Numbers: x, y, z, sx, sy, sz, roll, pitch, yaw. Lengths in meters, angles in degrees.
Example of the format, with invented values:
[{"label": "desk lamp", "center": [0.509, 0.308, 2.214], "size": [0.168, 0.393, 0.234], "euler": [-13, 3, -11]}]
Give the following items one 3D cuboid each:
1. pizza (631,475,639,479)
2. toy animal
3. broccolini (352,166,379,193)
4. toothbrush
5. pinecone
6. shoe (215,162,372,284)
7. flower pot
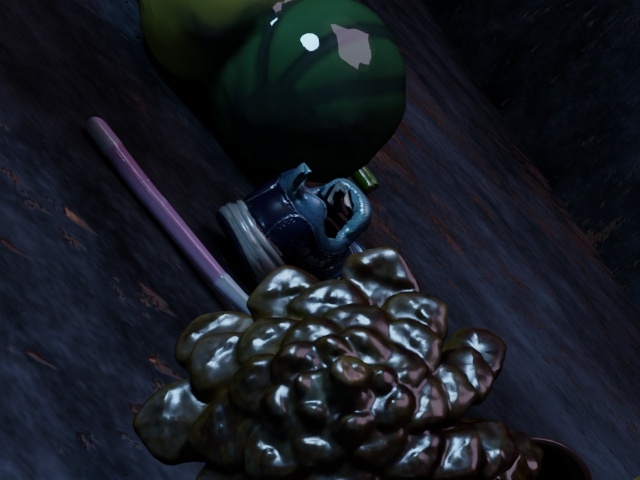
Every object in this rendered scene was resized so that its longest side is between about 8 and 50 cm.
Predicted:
[{"label": "pizza", "center": [0.139, 0.238, 0.929], "size": [0.114, 0.278, 0.409], "euler": [29, -30, 1]}, {"label": "toy animal", "center": [-0.064, -0.200, 1.751], "size": [0.191, 0.216, 0.338], "euler": [-15, 64, -46]}, {"label": "broccolini", "center": [-0.023, -0.153, 2.053], "size": [0.271, 0.062, 0.123], "euler": [48, 22, -11]}, {"label": "toothbrush", "center": [-0.089, 0.015, 1.387], "size": [0.286, 0.025, 0.020], "euler": [50, 15, 14]}, {"label": "pinecone", "center": [0.019, 0.134, 0.990], "size": [0.201, 0.202, 0.229], "euler": [41, 41, -43]}, {"label": "shoe", "center": [0.000, 0.000, 1.538], "size": [0.091, 0.106, 0.207], "euler": [57, 10, 28]}, {"label": "flower pot", "center": [0.156, 0.197, 1.496], "size": [0.111, 0.111, 0.089], "euler": [44, 2, -18]}]
